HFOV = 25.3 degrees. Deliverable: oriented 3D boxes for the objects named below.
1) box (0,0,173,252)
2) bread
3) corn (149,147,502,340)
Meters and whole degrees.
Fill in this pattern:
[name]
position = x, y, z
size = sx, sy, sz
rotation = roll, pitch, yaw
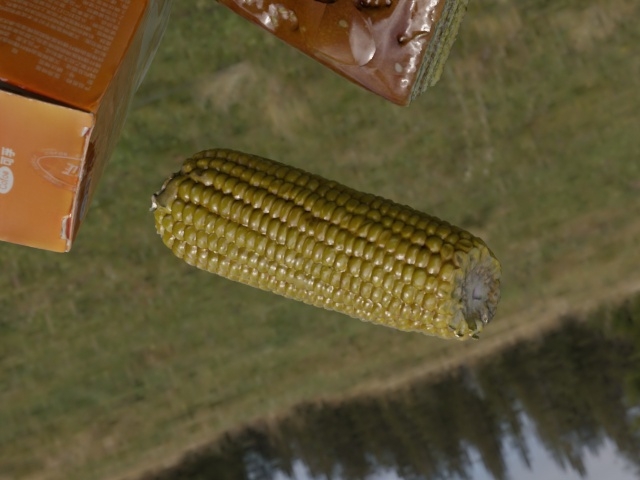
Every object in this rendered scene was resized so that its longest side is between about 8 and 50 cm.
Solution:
[box]
position = -0.244, -0.188, 1.376
size = 0.143, 0.341, 0.225
rotation = 20, 142, -3
[bread]
position = 0.021, -0.253, 1.284
size = 0.110, 0.234, 0.184
rotation = -30, 147, -57
[corn]
position = 0.000, 0.000, 1.506
size = 0.387, 0.143, 0.144
rotation = 15, -176, 21
